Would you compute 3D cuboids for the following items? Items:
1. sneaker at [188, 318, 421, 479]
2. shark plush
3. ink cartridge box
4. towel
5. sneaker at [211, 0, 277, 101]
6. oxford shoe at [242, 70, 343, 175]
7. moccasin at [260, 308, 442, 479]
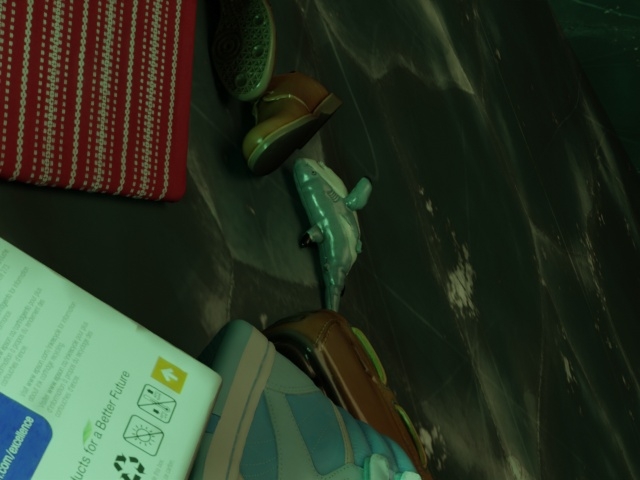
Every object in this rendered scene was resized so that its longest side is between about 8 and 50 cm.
[{"bbox_3d":[-0.020,0.202,0.838,0.208,0.127,0.319,35,33,-12],"label":"sneaker"},{"bbox_3d":[0.000,0.000,1.271,0.067,0.073,0.161,10,81,-42],"label":"shark plush"},{"bbox_3d":[-0.226,0.035,0.570,0.371,0.069,0.176,35,32,-12],"label":"ink cartridge box"},{"bbox_3d":[-0.171,-0.134,0.923,0.275,0.031,0.199,7,86,-64],"label":"towel"},{"bbox_3d":[-0.066,-0.210,1.245,0.071,0.066,0.188,41,37,-58],"label":"sneaker"},{"bbox_3d":[-0.043,-0.118,1.234,0.076,0.076,0.212,43,21,-3],"label":"oxford shoe"},{"bbox_3d":[0.051,0.238,1.057,0.147,0.139,0.380,-15,75,-59],"label":"moccasin"}]
